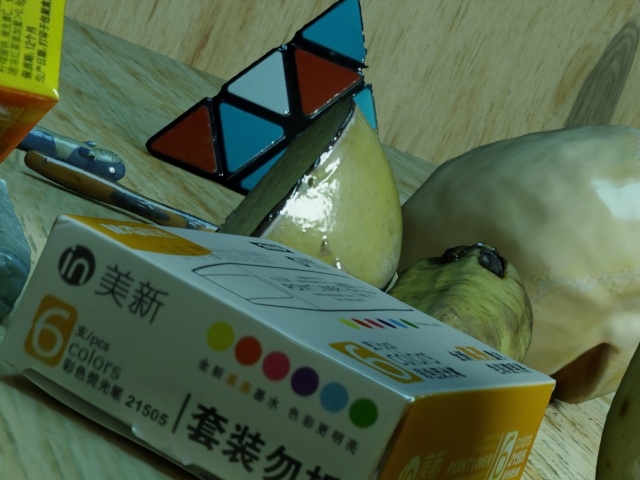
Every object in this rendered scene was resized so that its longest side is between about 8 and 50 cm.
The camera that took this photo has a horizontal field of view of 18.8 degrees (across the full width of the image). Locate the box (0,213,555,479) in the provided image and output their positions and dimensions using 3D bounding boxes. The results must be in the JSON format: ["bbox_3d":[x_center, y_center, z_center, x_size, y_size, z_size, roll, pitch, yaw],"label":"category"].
[{"bbox_3d":[-0.012,0.072,1.046,0.221,0.091,0.274,25,7,19],"label":"box"}]

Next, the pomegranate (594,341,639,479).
[{"bbox_3d":[0.277,0.099,0.869,0.319,0.319,0.319,23,8,-3],"label":"pomegranate"}]

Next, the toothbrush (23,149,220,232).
[{"bbox_3d":[-0.093,-0.005,1.586,0.321,0.023,0.031,23,1,-8],"label":"toothbrush"}]

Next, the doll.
[{"bbox_3d":[-0.228,-0.082,1.687,0.125,0.027,0.037,23,15,-6],"label":"doll"}]

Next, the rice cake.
[{"bbox_3d":[-0.207,-0.005,1.178,0.045,0.042,0.245,24,7,-18],"label":"rice cake"}]

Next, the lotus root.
[{"bbox_3d":[0.084,0.069,1.353,0.110,0.097,0.258,-2,11,18],"label":"lotus root"}]

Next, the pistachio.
[{"bbox_3d":[0.194,0.012,1.566,0.230,0.230,0.309,20,0,-27],"label":"pistachio"}]

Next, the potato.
[{"bbox_3d":[0.000,0.000,1.395,0.117,0.182,0.202,44,9,-10],"label":"potato"}]

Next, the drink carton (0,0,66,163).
[{"bbox_3d":[-0.332,-0.136,1.090,0.351,0.111,0.154,11,-24,-25],"label":"drink carton"}]

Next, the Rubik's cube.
[{"bbox_3d":[-0.021,-0.063,2.015,0.250,0.284,0.234,-20,60,-42],"label":"Rubik's cube"}]
